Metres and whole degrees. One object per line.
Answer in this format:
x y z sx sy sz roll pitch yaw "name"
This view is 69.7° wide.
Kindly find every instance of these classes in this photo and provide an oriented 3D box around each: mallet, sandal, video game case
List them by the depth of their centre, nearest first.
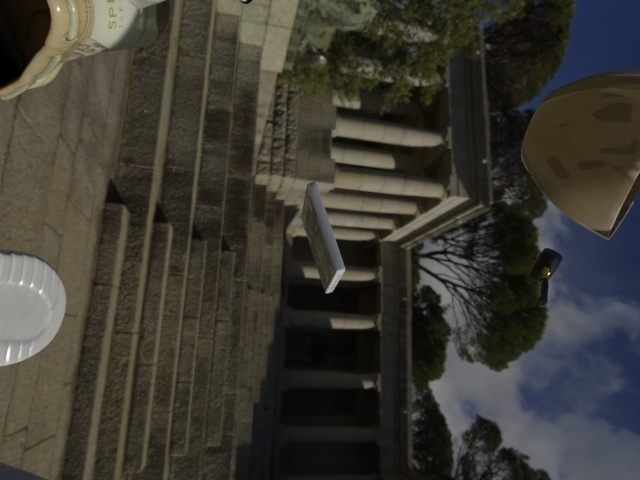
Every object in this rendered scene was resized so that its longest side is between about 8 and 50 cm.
-0.492 0.070 0.599 0.416 0.102 0.169 69 40 -75 "sandal"
0.391 0.061 0.792 0.189 0.039 0.062 -25 140 -64 "mallet"
0.000 0.000 0.950 0.173 0.022 0.190 108 -34 -69 "video game case"

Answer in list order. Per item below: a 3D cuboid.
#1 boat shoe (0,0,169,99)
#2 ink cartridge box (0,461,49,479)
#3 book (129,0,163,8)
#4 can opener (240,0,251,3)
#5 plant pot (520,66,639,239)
-0.242 -0.165 0.343 0.089 0.285 0.105 -50 130 -46 "boat shoe"
-0.229 0.260 0.255 0.208 0.153 0.087 46 -14 45 "ink cartridge box"
-0.115 -0.199 0.215 0.096 0.035 0.144 -131 -159 -75 "book"
-0.101 -0.465 0.814 0.186 0.059 0.073 16 -80 34 "can opener"
0.470 -0.170 0.794 0.191 0.284 0.284 31 -57 32 "plant pot"
